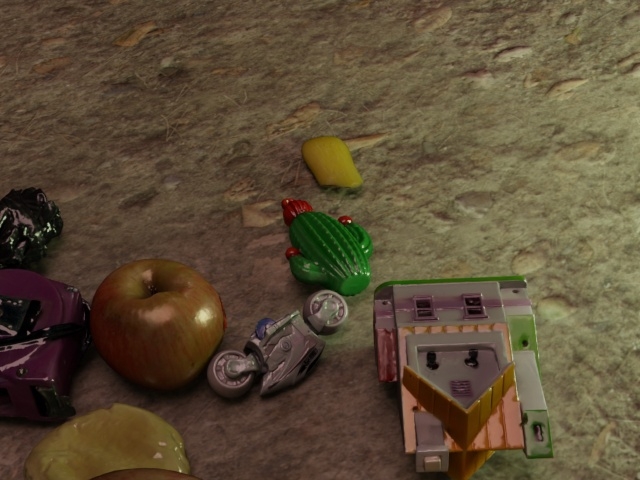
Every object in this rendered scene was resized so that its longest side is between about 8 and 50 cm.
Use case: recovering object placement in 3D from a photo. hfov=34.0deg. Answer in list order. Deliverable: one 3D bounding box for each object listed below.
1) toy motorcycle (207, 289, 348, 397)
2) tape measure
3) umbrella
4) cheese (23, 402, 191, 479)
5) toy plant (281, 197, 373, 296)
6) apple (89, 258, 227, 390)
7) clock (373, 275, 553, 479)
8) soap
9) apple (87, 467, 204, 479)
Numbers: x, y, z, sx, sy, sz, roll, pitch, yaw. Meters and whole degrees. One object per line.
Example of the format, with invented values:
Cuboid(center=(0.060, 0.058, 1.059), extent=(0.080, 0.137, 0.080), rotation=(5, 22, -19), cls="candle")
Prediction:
Cuboid(center=(-0.056, 0.169, 1.615), extent=(0.254, 0.112, 0.112), rotation=(-30, 52, -23), cls="toy motorcycle")
Cuboid(center=(-0.470, 0.154, 1.601), extent=(0.245, 0.149, 0.231), rotation=(0, 47, 2), cls="tape measure")
Cuboid(center=(-0.588, 0.029, 1.750), extent=(0.337, 0.128, 0.154), rotation=(-37, 59, -25), cls="umbrella")
Cuboid(center=(-0.292, 0.323, 1.457), extent=(0.214, 0.117, 0.226), rotation=(-29, 46, -30), cls="cheese")
Cuboid(center=(0.014, 0.004, 1.770), extent=(0.155, 0.088, 0.240), rotation=(5, 34, -8), cls="toy plant")
Cuboid(center=(-0.247, 0.128, 1.606), extent=(0.210, 0.164, 0.209), rotation=(-1, 41, 1), cls="apple")
Cuboid(center=(0.199, 0.209, 1.507), extent=(0.235, 0.166, 0.309), rotation=(-2, 38, 1), cls="clock")
Cuboid(center=(0.020, -0.139, 1.941), extent=(0.089, 0.033, 0.168), rotation=(-14, 47, -8), cls="soap")
Cuboid(center=(-0.198, 0.424, 1.204), extent=(0.345, 0.269, 0.344), rotation=(-2, 77, 10), cls="apple")
